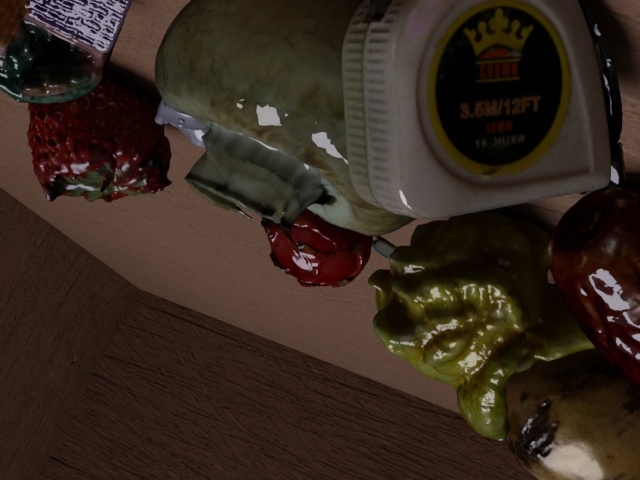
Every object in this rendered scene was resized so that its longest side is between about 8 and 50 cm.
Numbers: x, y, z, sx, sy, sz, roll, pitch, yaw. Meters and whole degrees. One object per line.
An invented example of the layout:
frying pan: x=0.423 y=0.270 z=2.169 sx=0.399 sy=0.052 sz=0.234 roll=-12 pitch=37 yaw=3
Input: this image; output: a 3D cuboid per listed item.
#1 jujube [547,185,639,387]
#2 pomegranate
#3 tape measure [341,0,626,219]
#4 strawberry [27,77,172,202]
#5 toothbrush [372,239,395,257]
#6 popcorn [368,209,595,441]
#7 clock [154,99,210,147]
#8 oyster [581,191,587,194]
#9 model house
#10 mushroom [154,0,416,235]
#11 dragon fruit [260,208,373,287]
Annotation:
jujube: x=0.421 y=0.072 z=1.264 sx=0.318 sy=0.223 sz=0.223 roll=40 pitch=162 yaw=-20
pomegranate: x=0.439 y=0.266 z=1.646 sx=0.322 sy=0.322 sz=0.322 roll=25 pitch=166 yaw=7
tape measure: x=0.153 y=-0.149 z=0.942 sx=0.271 sy=0.231 sz=0.133 roll=-8 pitch=-167 yaw=-24
strawberry: x=-0.380 y=-0.186 z=1.761 sx=0.261 sy=0.258 sz=0.261 roll=-4 pitch=168 yaw=-1
toothbrush: x=0.205 y=0.073 z=1.972 sx=0.294 sy=0.026 sz=0.028 roll=33 pitch=-178 yaw=-25
popcorn: x=0.230 y=0.119 z=1.504 sx=0.290 sy=0.326 sz=0.321 roll=17 pitch=167 yaw=-40
clock: x=-0.182 y=-0.195 z=1.586 sx=0.117 sy=0.080 sz=0.176 roll=29 pitch=166 yaw=-8
oyster: x=0.297 y=-0.087 z=1.236 sx=0.051 sy=0.034 sz=0.093 roll=6 pitch=149 yaw=14
model house: x=-0.358 y=-0.300 z=1.272 sx=0.237 sy=0.202 sz=0.237 roll=29 pitch=166 yaw=-11
mushroom: x=-0.017 y=-0.136 z=1.114 sx=0.352 sy=0.260 sz=0.352 roll=29 pitch=173 yaw=4
dragon fruit: x=0.000 y=0.000 z=1.782 sx=0.209 sy=0.172 sz=0.172 roll=20 pitch=174 yaw=-42
